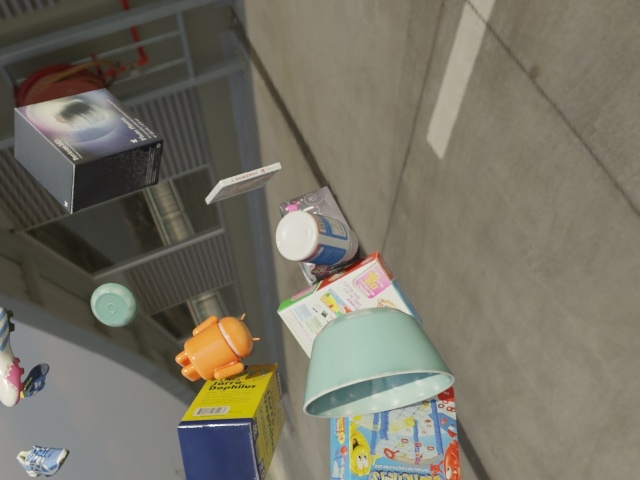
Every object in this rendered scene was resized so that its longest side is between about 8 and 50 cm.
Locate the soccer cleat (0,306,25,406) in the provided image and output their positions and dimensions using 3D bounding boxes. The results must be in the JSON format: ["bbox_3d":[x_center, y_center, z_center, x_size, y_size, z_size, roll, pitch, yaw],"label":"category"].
[{"bbox_3d":[-0.982,0.345,2.029,0.116,0.143,0.331,-44,57,34],"label":"soccer cleat"}]

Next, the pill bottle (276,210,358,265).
[{"bbox_3d":[0.000,0.000,1.702,0.222,0.124,0.124,13,-136,-55],"label":"pill bottle"}]

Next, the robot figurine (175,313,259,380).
[{"bbox_3d":[-0.275,0.291,1.834,0.128,0.220,0.158,59,175,-21],"label":"robot figurine"}]

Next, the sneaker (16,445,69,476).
[{"bbox_3d":[-0.846,0.667,2.072,0.081,0.211,0.080,52,-147,-23],"label":"sneaker"}]

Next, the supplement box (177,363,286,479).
[{"bbox_3d":[-0.228,0.496,1.847,0.356,0.196,0.194,-64,-32,-74],"label":"supplement box"}]

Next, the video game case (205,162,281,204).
[{"bbox_3d":[-0.223,-0.161,1.952,0.023,0.184,0.201,68,156,3],"label":"video game case"}]

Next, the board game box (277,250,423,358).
[{"bbox_3d":[0.081,0.206,1.846,0.242,0.317,0.064,57,-163,-13],"label":"board game box"}]

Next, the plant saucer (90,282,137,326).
[{"bbox_3d":[-0.522,0.166,1.711,0.021,0.120,0.119,-80,-27,-74],"label":"plant saucer"}]

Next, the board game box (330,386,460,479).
[{"bbox_3d":[0.174,0.476,1.570,0.086,0.309,0.301,-38,45,52],"label":"board game box"}]

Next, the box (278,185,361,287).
[{"bbox_3d":[-0.003,-0.009,1.970,0.142,0.164,0.247,79,168,-52],"label":"box"}]

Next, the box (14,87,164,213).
[{"bbox_3d":[-0.658,-0.264,1.939,0.296,0.294,0.182,39,134,23],"label":"box"}]

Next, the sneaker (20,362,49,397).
[{"bbox_3d":[-0.968,0.477,2.330,0.053,0.144,0.059,46,-170,33],"label":"sneaker"}]

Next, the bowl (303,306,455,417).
[{"bbox_3d":[0.104,0.244,1.399,0.311,0.312,0.163,92,167,-62],"label":"bowl"}]
